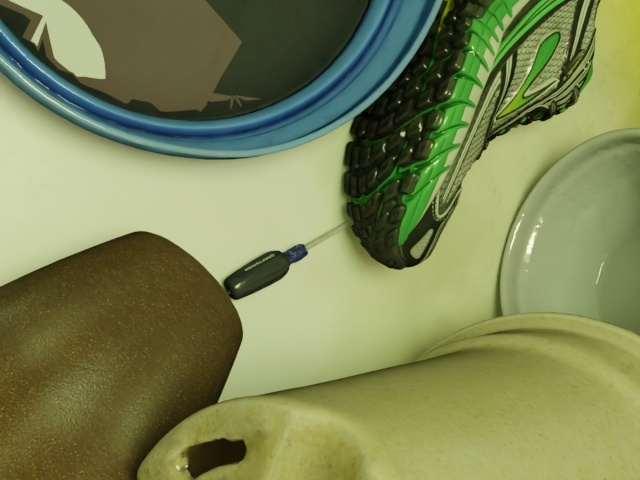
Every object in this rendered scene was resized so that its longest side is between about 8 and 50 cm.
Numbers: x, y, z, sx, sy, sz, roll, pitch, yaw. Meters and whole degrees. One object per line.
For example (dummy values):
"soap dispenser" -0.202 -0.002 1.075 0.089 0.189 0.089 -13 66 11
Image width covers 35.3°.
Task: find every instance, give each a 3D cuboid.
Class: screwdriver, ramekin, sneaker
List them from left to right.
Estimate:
"screwdriver" 0.000 0.000 0.776 0.170 0.025 0.024 -28 102 -20
"sneaker" 0.139 -0.122 0.776 0.146 0.134 0.343 36 77 -21
"ramekin" 0.253 0.026 0.795 0.109 0.207 0.207 21 82 -32

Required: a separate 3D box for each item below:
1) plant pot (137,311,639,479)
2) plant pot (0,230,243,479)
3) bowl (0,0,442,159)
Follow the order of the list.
"plant pot" 0.059 0.201 0.582 0.306 0.334 0.333 9 87 -50
"plant pot" -0.161 0.105 0.624 0.215 0.215 0.230 52 59 -16
"bowl" -0.088 -0.250 0.706 0.391 0.077 0.390 0 91 -23
